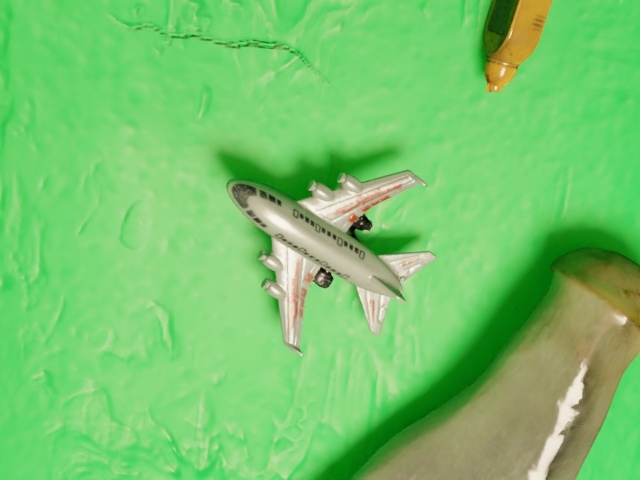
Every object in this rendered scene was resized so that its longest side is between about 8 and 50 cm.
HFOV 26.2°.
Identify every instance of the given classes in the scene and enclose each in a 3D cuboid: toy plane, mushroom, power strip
[{"bbox_3d":[0.000,0.000,1.021,0.171,0.065,0.162,34,98,-16],"label":"toy plane"},{"bbox_3d":[0.143,0.148,1.064,0.159,0.122,0.328,31,98,-27],"label":"mushroom"},{"bbox_3d":[0.153,-0.192,1.003,0.028,0.049,0.178,13,103,-19],"label":"power strip"}]
